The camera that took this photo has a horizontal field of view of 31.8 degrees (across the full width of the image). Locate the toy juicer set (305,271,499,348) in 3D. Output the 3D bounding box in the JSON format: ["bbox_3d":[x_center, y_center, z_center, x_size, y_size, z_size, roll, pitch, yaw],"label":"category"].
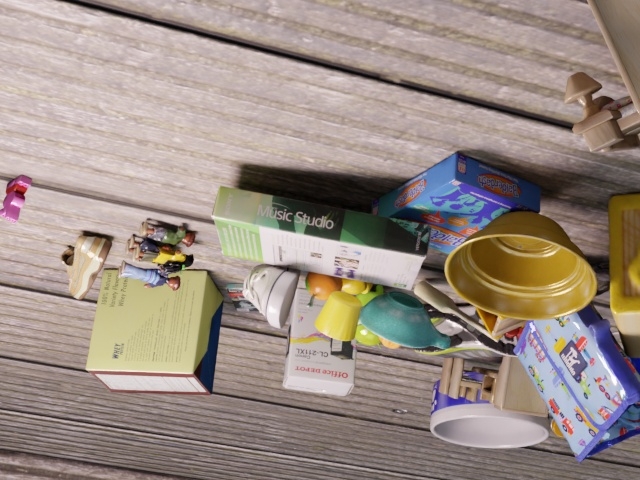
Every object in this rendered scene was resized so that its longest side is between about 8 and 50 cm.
[{"bbox_3d":[0.116,0.123,1.915,0.328,0.090,0.209,10,-161,-27],"label":"toy juicer set"}]

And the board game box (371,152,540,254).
[{"bbox_3d":[0.199,-0.050,1.680,0.160,0.047,0.210,18,153,-27],"label":"board game box"}]

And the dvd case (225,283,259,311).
[{"bbox_3d":[-0.127,0.111,2.138,0.087,0.013,0.119,2,154,7],"label":"dvd case"}]

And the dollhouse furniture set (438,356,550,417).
[{"bbox_3d":[0.379,0.253,2.259,0.212,0.161,0.242,10,177,-10],"label":"dollhouse furniture set"}]

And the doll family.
[{"bbox_3d":[-0.273,0.032,1.931,0.111,0.076,0.193,11,160,-23],"label":"doll family"}]

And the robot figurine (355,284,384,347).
[{"bbox_3d":[0.091,0.137,2.030,0.101,0.115,0.067,6,156,-1],"label":"robot figurine"}]

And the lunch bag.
[{"bbox_3d":[0.423,0.187,1.752,0.138,0.221,0.293,-24,155,-7],"label":"lunch bag"}]

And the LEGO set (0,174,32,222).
[{"bbox_3d":[-0.564,-0.040,1.794,0.087,0.093,0.227,25,149,-37],"label":"LEGO set"}]

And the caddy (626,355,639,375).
[{"bbox_3d":[0.636,0.157,1.893,0.241,0.179,0.341,-5,154,19],"label":"caddy"}]

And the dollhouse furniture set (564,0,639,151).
[{"bbox_3d":[0.421,-0.239,1.235,0.303,0.174,0.355,-26,173,29],"label":"dollhouse furniture set"}]

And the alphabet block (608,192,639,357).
[{"bbox_3d":[0.532,0.052,1.665,0.192,0.194,0.197,-5,154,18],"label":"alphabet block"}]

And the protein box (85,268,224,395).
[{"bbox_3d":[-0.301,0.170,2.075,0.201,0.200,0.136,0,155,10],"label":"protein box"}]

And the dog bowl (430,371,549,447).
[{"bbox_3d":[0.381,0.384,2.532,0.264,0.104,0.265,4,155,2],"label":"dog bowl"}]

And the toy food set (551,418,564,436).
[{"bbox_3d":[0.568,0.316,2.302,0.232,0.111,0.104,-27,178,5],"label":"toy food set"}]

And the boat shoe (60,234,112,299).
[{"bbox_3d":[-0.426,0.040,1.994,0.072,0.068,0.190,24,142,-12],"label":"boat shoe"}]

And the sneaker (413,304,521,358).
[{"bbox_3d":[0.311,0.171,2.102,0.299,0.111,0.121,1,166,22],"label":"sneaker"}]

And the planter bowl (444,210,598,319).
[{"bbox_3d":[0.294,0.021,1.629,0.217,0.090,0.217,11,147,7],"label":"planter bowl"}]

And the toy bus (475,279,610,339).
[{"bbox_3d":[0.350,0.078,1.860,0.191,0.104,0.202,-41,152,28],"label":"toy bus"}]

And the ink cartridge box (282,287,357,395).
[{"bbox_3d":[0.004,0.189,2.088,0.127,0.175,0.072,8,156,-7],"label":"ink cartridge box"}]

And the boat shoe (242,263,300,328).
[{"bbox_3d":[-0.086,0.078,1.884,0.088,0.096,0.267,16,-169,0],"label":"boat shoe"}]

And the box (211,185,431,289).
[{"bbox_3d":[0.000,0.000,1.743,0.321,0.059,0.232,9,165,1],"label":"box"}]
